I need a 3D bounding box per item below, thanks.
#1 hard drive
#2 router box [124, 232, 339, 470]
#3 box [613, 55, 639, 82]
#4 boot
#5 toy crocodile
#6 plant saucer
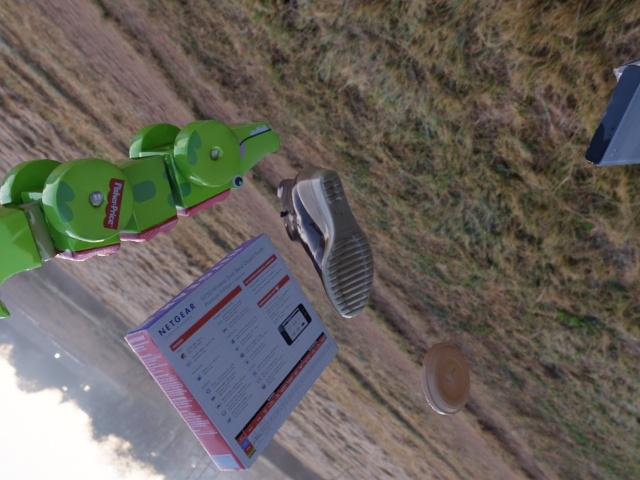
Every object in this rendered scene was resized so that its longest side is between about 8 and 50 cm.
[{"bbox_3d":[0.330,-0.123,0.540,0.022,0.135,0.094,44,132,44],"label":"hard drive"},{"bbox_3d":[-0.142,0.196,1.023,0.082,0.335,0.301,-21,105,42],"label":"router box"},{"bbox_3d":[1.041,-0.546,1.563,0.060,0.269,0.216,66,171,-11],"label":"box"},{"bbox_3d":[0.000,0.000,0.921,0.207,0.090,0.249,178,80,-68],"label":"boot"},{"bbox_3d":[-0.172,-0.045,0.510,0.115,0.340,0.105,6,117,39],"label":"toy crocodile"},{"bbox_3d":[0.152,0.163,0.639,0.013,0.084,0.083,-18,121,48],"label":"plant saucer"}]
